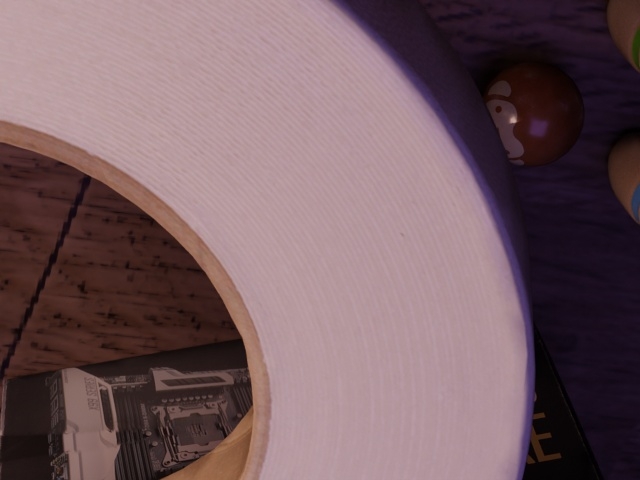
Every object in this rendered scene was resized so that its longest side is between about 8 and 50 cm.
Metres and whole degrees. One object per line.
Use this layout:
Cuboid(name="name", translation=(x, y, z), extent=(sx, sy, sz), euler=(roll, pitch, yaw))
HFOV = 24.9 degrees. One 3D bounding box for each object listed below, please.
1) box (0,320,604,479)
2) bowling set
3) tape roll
Cuboid(name="box", translation=(-0.011, 0.149, 0.753), extent=(0.307, 0.242, 0.076), euler=(-9, 126, -3))
Cuboid(name="bowling set", translation=(0.190, -0.036, 0.711), extent=(0.199, 0.154, 0.287), euler=(-15, 125, 0))
Cuboid(name="tape roll", translation=(-0.116, 0.033, 0.529), extent=(0.392, 0.072, 0.392), euler=(3, 120, 5))
